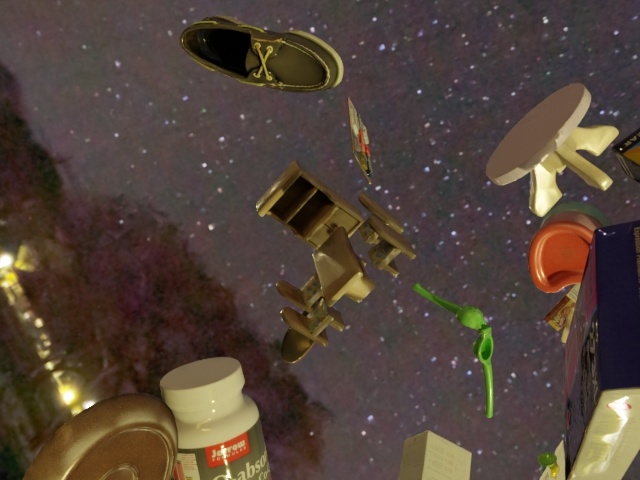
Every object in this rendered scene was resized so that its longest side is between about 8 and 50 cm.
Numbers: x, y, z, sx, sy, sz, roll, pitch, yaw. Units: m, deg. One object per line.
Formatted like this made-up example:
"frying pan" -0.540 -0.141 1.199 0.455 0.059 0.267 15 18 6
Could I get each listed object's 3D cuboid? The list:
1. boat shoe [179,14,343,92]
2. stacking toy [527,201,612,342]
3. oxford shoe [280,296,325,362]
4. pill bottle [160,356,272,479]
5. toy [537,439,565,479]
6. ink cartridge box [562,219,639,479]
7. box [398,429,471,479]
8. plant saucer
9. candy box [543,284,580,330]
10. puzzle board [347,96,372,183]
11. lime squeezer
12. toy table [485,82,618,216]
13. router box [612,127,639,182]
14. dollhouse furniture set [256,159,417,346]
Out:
"boat shoe" -0.081 -0.238 0.884 0.228 0.069 0.081 22 -56 24
"stacking toy" 0.552 0.051 1.222 0.309 0.130 0.279 0 -61 35
"oxford shoe" -0.027 0.217 1.632 0.076 0.212 0.076 18 -36 20
"pill bottle" -0.222 0.450 1.440 0.210 0.210 0.362 10 -68 61
"toy" 0.520 0.581 1.525 0.056 0.137 0.237 5 -62 40
"ink cartridge box" 0.301 0.117 0.694 0.069 0.175 0.371 4 -34 13
"box" 0.249 0.531 1.491 0.130 0.170 0.091 31 -41 -16
"plant saucer" -0.360 0.411 1.157 0.050 0.310 0.310 23 -41 37
"candy box" 0.649 0.138 1.709 0.053 0.187 0.109 43 -40 17
"puzzle board" 0.071 -0.177 1.198 0.096 0.011 0.128 53 28 -55
"lime squeezer" 0.300 0.204 1.375 0.110 0.059 0.310 -34 -103 23
"toy table" 0.517 -0.192 1.493 0.161 0.274 0.252 40 17 -19
"router box" 0.399 -0.108 0.651 0.046 0.179 0.133 49 10 -25
"dollhouse furniture set" 0.000 0.000 1.097 0.161 0.212 0.242 34 19 -27
